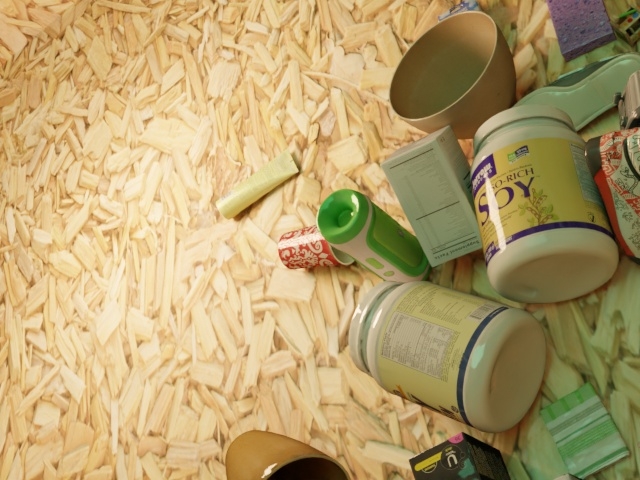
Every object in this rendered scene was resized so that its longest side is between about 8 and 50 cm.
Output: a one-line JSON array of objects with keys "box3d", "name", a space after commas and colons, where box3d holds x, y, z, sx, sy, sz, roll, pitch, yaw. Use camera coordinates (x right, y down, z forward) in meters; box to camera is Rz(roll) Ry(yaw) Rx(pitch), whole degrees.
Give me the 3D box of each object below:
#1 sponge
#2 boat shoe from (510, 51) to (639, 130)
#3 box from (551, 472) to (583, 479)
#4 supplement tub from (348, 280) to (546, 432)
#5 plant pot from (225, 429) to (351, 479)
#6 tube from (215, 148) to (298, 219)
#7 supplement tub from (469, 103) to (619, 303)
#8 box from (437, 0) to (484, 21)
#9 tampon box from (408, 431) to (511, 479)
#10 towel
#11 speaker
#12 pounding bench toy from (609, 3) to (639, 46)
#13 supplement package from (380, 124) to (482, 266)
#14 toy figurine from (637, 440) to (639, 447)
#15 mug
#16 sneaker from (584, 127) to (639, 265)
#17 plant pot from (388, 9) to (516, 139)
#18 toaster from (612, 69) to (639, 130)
[{"box3d": [0.574, -0.506, 1.961, 0.117, 0.031, 0.210, -23, 53, 27], "name": "sponge"}, {"box3d": [0.542, -0.301, 1.852, 0.319, 0.116, 0.099, -25, 9, 34], "name": "boat shoe"}, {"box3d": [0.361, 0.554, 1.476, 0.262, 0.127, 0.231, -33, 49, 21], "name": "box"}, {"box3d": [0.238, 0.209, 1.689, 0.325, 0.235, 0.235, 16, 77, 43], "name": "supplement tub"}, {"box3d": [-0.097, 0.501, 1.826, 0.237, 0.237, 0.254, -59, 31, -4], "name": "plant pot"}, {"box3d": [-0.167, -0.144, 2.339, 0.240, 0.062, 0.070, -36, 92, 11], "name": "tube"}, {"box3d": [0.419, -0.070, 1.697, 0.241, 0.241, 0.331, -23, 54, 27], "name": "supplement tub"}, {"box3d": [0.352, -0.494, 2.123, 0.109, 0.042, 0.178, -26, 52, 24], "name": "box"}, {"box3d": [0.260, 0.433, 1.599, 0.120, 0.161, 0.101, -33, 50, 20], "name": "tampon box"}, {"box3d": [0.473, 0.344, 1.580, 0.113, 0.023, 0.152, -34, 47, 16], "name": "towel"}, {"box3d": [0.119, 0.003, 1.855, 0.131, 0.296, 0.131, -19, 56, 30], "name": "speaker"}, {"box3d": [0.648, -0.461, 1.840, 0.065, 0.083, 0.052, -43, 47, 12], "name": "pounding bench toy"}, {"box3d": [0.250, -0.092, 1.829, 0.139, 0.244, 0.134, -23, 10, 27], "name": "supplement package"}, {"box3d": [0.619, 0.299, 1.353, 0.209, 0.213, 0.148, 30, 98, 49], "name": "toy figurine"}, {"box3d": [0.001, 0.010, 2.102, 0.169, 0.150, 0.113, -12, 96, 39], "name": "mug"}, {"box3d": [0.585, -0.078, 1.558, 0.145, 0.270, 0.090, -15, 22, 40], "name": "sneaker"}, {"box3d": [0.320, -0.334, 1.943, 0.284, 0.191, 0.284, -29, 43, 32], "name": "plant pot"}, {"box3d": [0.662, -0.235, 1.634, 0.227, 0.129, 0.146, 5, 46, 1], "name": "toaster"}]
